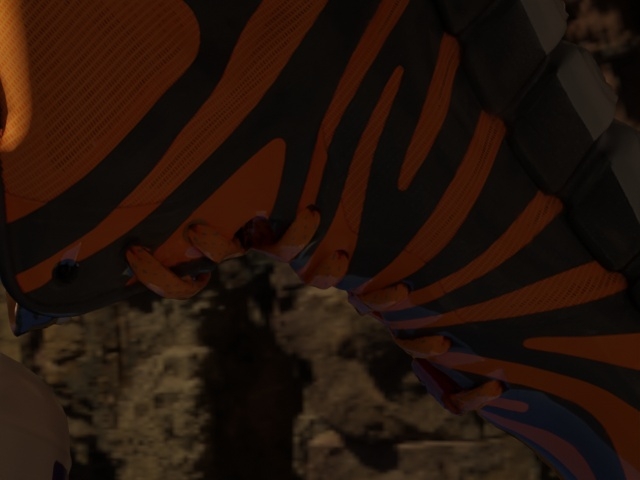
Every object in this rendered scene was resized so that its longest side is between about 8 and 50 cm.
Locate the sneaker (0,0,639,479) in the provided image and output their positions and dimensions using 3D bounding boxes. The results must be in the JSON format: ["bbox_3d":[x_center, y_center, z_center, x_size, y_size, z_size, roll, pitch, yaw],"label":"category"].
[{"bbox_3d":[0.000,0.000,0.482,0.180,0.124,0.321,-35,-73,-12],"label":"sneaker"}]

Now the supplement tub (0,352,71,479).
[{"bbox_3d":[-0.209,0.203,0.530,0.241,0.241,0.331,15,-114,-36],"label":"supplement tub"}]
